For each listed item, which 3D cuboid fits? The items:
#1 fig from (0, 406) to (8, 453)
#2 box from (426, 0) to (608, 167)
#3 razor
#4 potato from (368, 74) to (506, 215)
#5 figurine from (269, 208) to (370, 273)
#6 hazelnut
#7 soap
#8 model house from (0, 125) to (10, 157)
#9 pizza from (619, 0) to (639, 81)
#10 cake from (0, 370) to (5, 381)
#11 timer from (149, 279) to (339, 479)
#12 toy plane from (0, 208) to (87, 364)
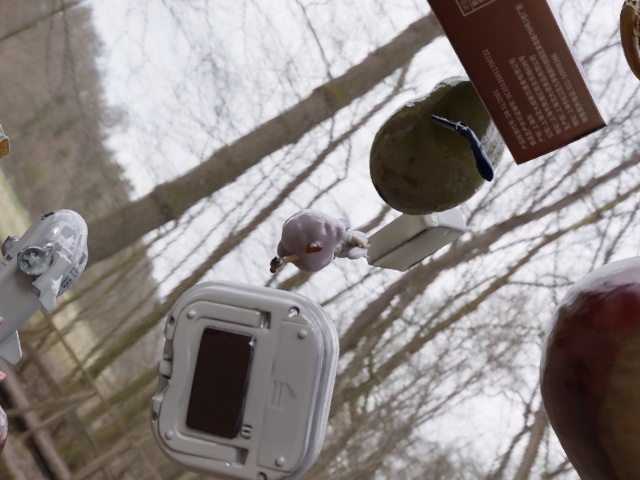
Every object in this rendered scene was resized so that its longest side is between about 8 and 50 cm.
[{"bbox_3d":[-0.663,0.347,1.622,0.207,0.175,0.175,-26,-87,49],"label":"fig"},{"bbox_3d":[0.200,-0.343,1.138,0.385,0.122,0.344,55,21,-27],"label":"box"},{"bbox_3d":[0.203,-0.126,1.223,0.044,0.028,0.154,31,-7,44],"label":"razor"},{"bbox_3d":[0.179,-0.142,1.367,0.178,0.235,0.160,41,7,-1],"label":"potato"},{"bbox_3d":[0.000,0.000,1.592,0.137,0.229,0.112,-13,-98,37],"label":"figurine"},{"bbox_3d":[0.498,0.211,1.271,0.409,0.359,0.359,61,-16,-12],"label":"hazelnut"},{"bbox_3d":[0.187,-0.006,1.815,0.183,0.121,0.063,-35,-120,33],"label":"soap"},{"bbox_3d":[-0.653,-0.194,1.710,0.101,0.088,0.100,27,-38,34],"label":"model house"},{"bbox_3d":[0.591,-0.369,1.525,0.052,0.195,0.185,48,-7,48],"label":"pizza"},{"bbox_3d":[-0.466,0.230,1.072,0.109,0.225,0.090,24,-24,-14],"label":"cake"},{"bbox_3d":[-0.104,0.189,1.195,0.087,0.237,0.262,17,82,-77],"label":"timer"},{"bbox_3d":[-0.445,0.063,1.387,0.118,0.252,0.252,39,-6,-27],"label":"toy plane"}]
